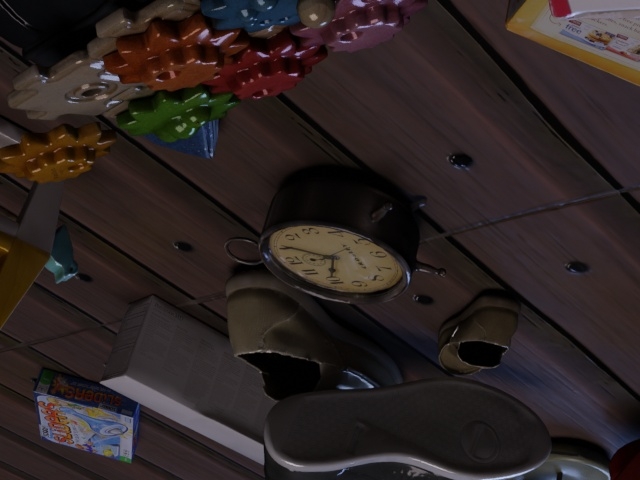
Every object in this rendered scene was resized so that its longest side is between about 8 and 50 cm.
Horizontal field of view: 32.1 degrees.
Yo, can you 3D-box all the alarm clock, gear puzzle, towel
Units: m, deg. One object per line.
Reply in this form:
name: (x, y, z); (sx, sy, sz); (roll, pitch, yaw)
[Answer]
alarm clock: (0.000, 0.000, 0.936); (0.192, 0.064, 0.129); (-7, 144, 30)
gear puzzle: (-0.098, -0.094, 0.713); (0.339, 0.044, 0.175); (-22, 169, 35)
towel: (-0.108, -0.108, 0.835); (0.067, 0.029, 0.119); (14, 151, 3)

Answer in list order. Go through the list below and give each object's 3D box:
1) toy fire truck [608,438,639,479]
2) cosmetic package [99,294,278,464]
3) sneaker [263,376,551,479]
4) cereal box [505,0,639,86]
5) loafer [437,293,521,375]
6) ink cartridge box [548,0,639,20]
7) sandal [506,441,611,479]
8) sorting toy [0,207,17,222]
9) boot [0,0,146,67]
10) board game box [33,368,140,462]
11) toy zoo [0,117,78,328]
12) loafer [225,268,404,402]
toy fire truck: (0.445, 0.266, 1.114); (0.302, 0.169, 0.253); (18, 132, -8)
cosmetic package: (-0.119, 0.160, 1.232); (0.239, 0.098, 0.060); (34, 148, -29)
sneaker: (0.076, 0.213, 1.126); (0.296, 0.104, 0.147); (2, 150, -14)
cereal box: (0.229, -0.160, 0.576); (0.173, 0.047, 0.240); (21, 149, -12)
loafer: (0.144, 0.099, 1.052); (0.056, 0.050, 0.148); (16, 150, -2)
ink cartridge box: (0.120, -0.215, 0.343); (0.100, 0.237, 0.172); (2, 148, 26)
sandal: (0.241, 0.340, 1.336); (0.120, 0.086, 0.302); (23, 129, -21)
sorting toy: (-0.398, -0.026, 1.091); (0.132, 0.046, 0.274); (-17, 137, 43)
boot: (-0.202, -0.201, 0.652); (0.207, 0.094, 0.246); (27, 155, -27)
board game box: (-0.318, 0.244, 1.524); (0.136, 0.035, 0.201); (15, 150, -1)
toy zoo: (-0.327, -0.037, 0.891); (0.293, 0.192, 0.030); (30, 147, -23)
loafer: (-0.011, 0.129, 1.132); (0.102, 0.092, 0.268); (-12, 141, 38)
